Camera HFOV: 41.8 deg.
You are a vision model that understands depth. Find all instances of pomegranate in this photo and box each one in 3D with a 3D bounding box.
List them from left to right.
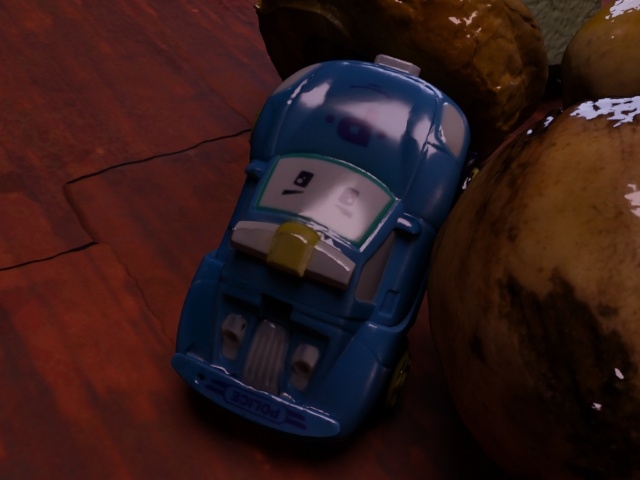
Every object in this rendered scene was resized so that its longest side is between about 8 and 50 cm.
[{"bbox_3d":[0.226,0.043,0.572,0.322,0.322,0.322,4,40,-4],"label":"pomegranate"}]

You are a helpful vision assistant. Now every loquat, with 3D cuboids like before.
[{"bbox_3d":[0.409,-0.189,0.972,0.244,0.244,0.244,4,40,-4],"label":"loquat"}]

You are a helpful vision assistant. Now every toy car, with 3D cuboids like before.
[{"bbox_3d":[0.000,0.000,0.657,0.198,0.314,0.166,22,4,14],"label":"toy car"}]

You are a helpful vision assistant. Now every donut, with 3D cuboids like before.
[{"bbox_3d":[0.074,-0.206,0.914,0.330,0.330,0.160,30,60,25],"label":"donut"}]

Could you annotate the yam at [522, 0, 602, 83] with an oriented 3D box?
[{"bbox_3d":[0.214,-0.276,1.093,0.271,0.202,0.201,-31,31,-35],"label":"yam"}]
